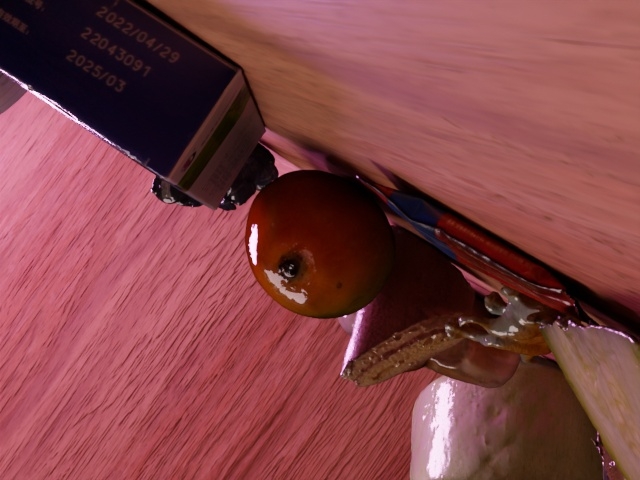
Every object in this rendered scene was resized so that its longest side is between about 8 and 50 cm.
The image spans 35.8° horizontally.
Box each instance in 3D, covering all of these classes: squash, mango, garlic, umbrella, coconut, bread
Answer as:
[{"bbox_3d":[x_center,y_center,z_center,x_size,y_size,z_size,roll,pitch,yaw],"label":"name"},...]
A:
[{"bbox_3d":[0.265,0.115,0.622,0.237,0.155,0.204,33,-147,-87],"label":"squash"},{"bbox_3d":[-0.005,-0.002,0.967,0.146,0.129,0.289,26,-176,-9],"label":"mango"},{"bbox_3d":[0.128,0.109,1.174,0.217,0.110,0.228,21,-165,4],"label":"garlic"},{"bbox_3d":[-0.122,-0.069,1.128,0.080,0.071,0.224,32,-160,12],"label":"umbrella"},{"bbox_3d":[0.274,0.296,1.373,0.328,0.328,0.281,35,149,13],"label":"coconut"},{"bbox_3d":[0.095,0.059,1.022,0.119,0.192,0.067,-2,146,23],"label":"bread"}]

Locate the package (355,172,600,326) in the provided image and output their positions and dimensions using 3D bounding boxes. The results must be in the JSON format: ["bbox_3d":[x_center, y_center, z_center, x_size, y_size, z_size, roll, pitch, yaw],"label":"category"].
[{"bbox_3d":[0.114,0.008,0.720,0.200,0.022,0.083,33,177,32],"label":"package"}]

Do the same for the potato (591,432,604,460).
[{"bbox_3d":[0.385,0.250,0.980,0.138,0.098,0.243,34,180,-36],"label":"potato"}]

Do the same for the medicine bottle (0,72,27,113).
[{"bbox_3d":[-0.324,-0.199,0.843,0.124,0.179,0.324,35,179,-4],"label":"medicine bottle"}]

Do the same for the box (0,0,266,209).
[{"bbox_3d":[-0.164,-0.131,0.874,0.200,0.106,0.299,33,179,2],"label":"box"}]

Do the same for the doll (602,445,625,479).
[{"bbox_3d":[0.306,0.198,0.864,0.221,0.105,0.114,44,-153,-81],"label":"doll"}]

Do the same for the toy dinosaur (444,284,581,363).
[{"bbox_3d":[0.196,0.077,0.874,0.142,0.057,0.212,7,170,43],"label":"toy dinosaur"}]
